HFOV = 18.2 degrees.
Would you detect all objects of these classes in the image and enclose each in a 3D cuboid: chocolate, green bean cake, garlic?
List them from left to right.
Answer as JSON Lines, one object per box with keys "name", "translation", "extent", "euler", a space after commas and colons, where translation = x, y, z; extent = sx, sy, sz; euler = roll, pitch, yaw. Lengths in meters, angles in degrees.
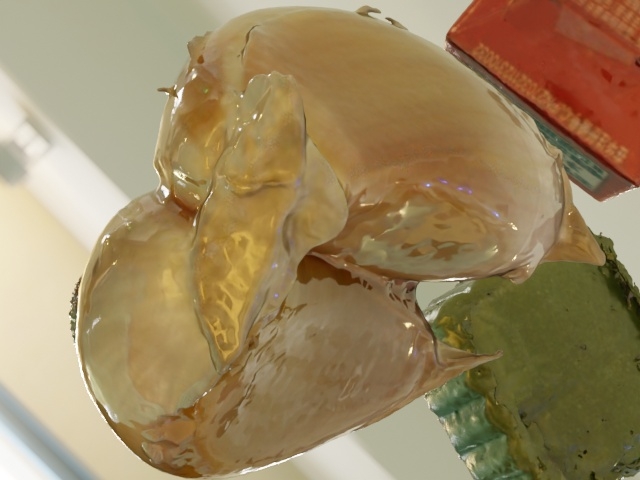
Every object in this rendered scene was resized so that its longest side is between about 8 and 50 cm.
{"name": "garlic", "translation": [0.000, 0.000, 1.172], "extent": [0.249, 0.286, 0.313], "euler": [1, 0, 30]}
{"name": "green bean cake", "translation": [0.188, 0.111, 1.641], "extent": [0.214, 0.200, 0.113], "euler": [56, -33, 4]}
{"name": "chocolate", "translation": [0.261, -0.183, 1.959], "extent": [0.237, 0.235, 0.108], "euler": [38, -27, 1]}

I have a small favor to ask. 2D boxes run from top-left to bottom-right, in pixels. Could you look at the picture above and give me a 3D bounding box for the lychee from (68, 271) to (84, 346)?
{"name": "lychee", "translation": [-0.196, 0.070, 1.987], "extent": [0.114, 0.114, 0.146], "euler": [43, -41, 4]}
